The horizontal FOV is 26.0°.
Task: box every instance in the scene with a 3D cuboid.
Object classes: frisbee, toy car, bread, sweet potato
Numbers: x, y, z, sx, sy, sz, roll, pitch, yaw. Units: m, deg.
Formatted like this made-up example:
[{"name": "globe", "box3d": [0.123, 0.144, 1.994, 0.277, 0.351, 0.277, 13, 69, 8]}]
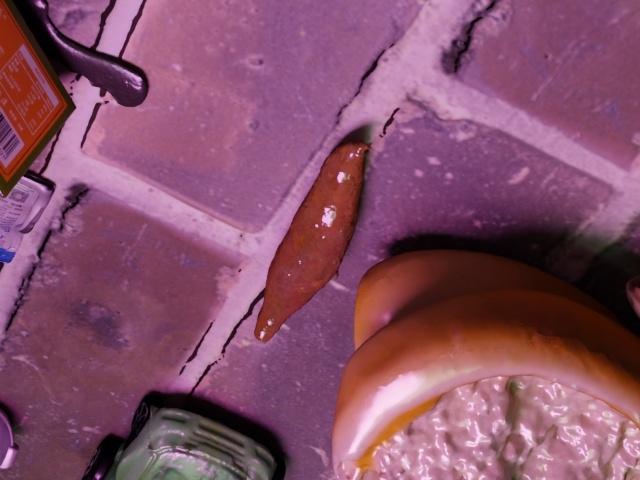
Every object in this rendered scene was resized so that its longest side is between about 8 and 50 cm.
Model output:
[{"name": "frisbee", "box3d": [-0.280, -0.185, 1.334, 0.187, 0.012, 0.211, -18, 129, 37]}, {"name": "toy car", "box3d": [-0.204, 0.357, 1.815, 0.213, 0.176, 0.359, 28, 140, -13]}, {"name": "bread", "box3d": [0.197, 0.204, 1.408, 0.424, 0.245, 0.329, 36, 98, -24]}, {"name": "sweet potato", "box3d": [0.000, 0.000, 1.405, 0.072, 0.066, 0.314, 19, 139, -11]}]

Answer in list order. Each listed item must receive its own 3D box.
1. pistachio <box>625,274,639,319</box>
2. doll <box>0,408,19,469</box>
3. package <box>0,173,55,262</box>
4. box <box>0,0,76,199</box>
[{"name": "pistachio", "box3d": [0.377, 0.069, 1.293, 0.185, 0.124, 0.124, 20, 141, 1]}, {"name": "doll", "box3d": [-0.548, 0.258, 1.873, 0.287, 0.151, 0.151, 6, 140, 4]}, {"name": "package", "box3d": [-0.396, -0.051, 1.528, 0.171, 0.027, 0.173, 26, 141, -15]}, {"name": "box", "box3d": [-0.363, -0.154, 1.281, 0.177, 0.148, 0.195, 1, 135, 34]}]
